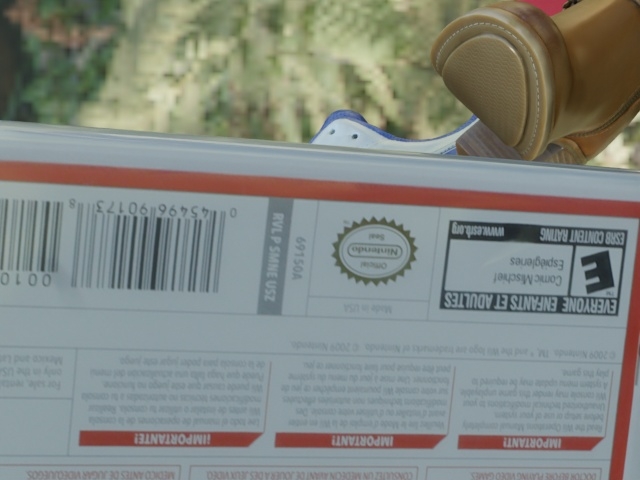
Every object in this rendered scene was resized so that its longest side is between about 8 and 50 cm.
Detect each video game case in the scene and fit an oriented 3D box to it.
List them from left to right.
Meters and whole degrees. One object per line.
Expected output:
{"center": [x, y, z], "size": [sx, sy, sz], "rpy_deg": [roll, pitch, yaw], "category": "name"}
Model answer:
{"center": [-0.015, 0.116, 0.511], "size": [0.025, 0.204, 0.285], "rpy_deg": [-158, 73, -67], "category": "video game case"}

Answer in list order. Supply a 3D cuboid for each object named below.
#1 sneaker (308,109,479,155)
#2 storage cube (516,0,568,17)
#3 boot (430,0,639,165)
{"center": [0.000, 0.000, 1.102], "size": [0.112, 0.296, 0.131], "rpy_deg": [97, 156, -74], "category": "sneaker"}
{"center": [0.254, -0.238, 1.520], "size": [0.215, 0.184, 0.193], "rpy_deg": [61, 171, 5], "category": "storage cube"}
{"center": [0.132, -0.102, 0.947], "size": [0.073, 0.152, 0.197], "rpy_deg": [47, 171, 14], "category": "boot"}
